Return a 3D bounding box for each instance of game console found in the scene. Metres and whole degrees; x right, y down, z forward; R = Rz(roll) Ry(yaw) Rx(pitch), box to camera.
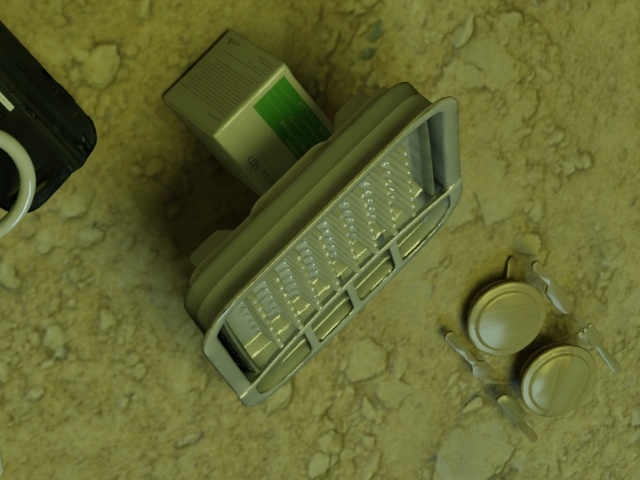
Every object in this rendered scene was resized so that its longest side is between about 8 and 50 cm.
[{"bbox_3d":[-0.314,-0.148,1.184,0.213,0.044,0.361,-44,127,-5],"label":"game console"}]

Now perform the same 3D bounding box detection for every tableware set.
[{"bbox_3d":[0.217,0.108,1.638,0.128,0.039,0.194,-39,121,3],"label":"tableware set"}]

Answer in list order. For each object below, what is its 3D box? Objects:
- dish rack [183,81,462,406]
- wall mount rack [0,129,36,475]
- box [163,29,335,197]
[{"bbox_3d":[0.000,0.000,1.345,0.285,0.072,0.333,-44,166,-7],"label":"dish rack"},{"bbox_3d":[-0.369,0.048,1.159,0.350,0.130,0.304,-11,123,-16],"label":"wall mount rack"},{"bbox_3d":[-0.057,-0.103,1.327,0.087,0.102,0.101,-45,129,-5],"label":"box"}]
